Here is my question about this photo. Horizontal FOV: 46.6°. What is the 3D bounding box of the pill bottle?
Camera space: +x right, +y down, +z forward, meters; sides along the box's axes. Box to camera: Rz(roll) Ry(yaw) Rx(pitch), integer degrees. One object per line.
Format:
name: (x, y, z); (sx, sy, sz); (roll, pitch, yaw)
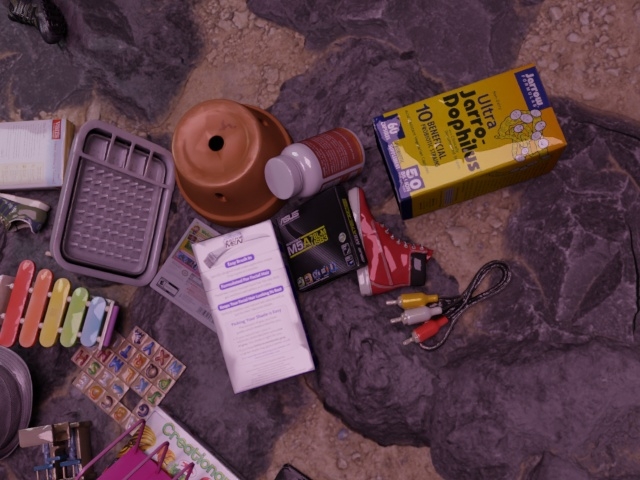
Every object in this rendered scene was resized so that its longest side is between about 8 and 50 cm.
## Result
pill bottle: (-0.013, -0.166, 1.625); (0.216, 0.121, 0.121); (-26, 73, -39)

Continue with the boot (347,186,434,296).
boot: (0.154, -0.009, 1.648); (0.176, 0.088, 0.245); (-11, 82, 2)

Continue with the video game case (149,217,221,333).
video game case: (-0.258, 0.082, 1.718); (0.212, 0.023, 0.193); (33, 86, 13)

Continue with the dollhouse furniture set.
dollhouse furniture set: (-0.593, 0.469, 1.612); (0.128, 0.184, 0.130); (-11, 78, 7)

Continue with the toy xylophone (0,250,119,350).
toy xylophone: (-0.603, 0.139, 1.723); (0.322, 0.081, 0.236); (3, 79, 12)

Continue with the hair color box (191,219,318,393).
hair color box: (-0.142, 0.144, 1.628); (0.185, 0.110, 0.339); (-17, 86, 2)

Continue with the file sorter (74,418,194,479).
file sorter: (-0.326, 0.532, 1.464); (0.290, 0.182, 0.202); (38, 46, 13)

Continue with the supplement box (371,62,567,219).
supplement box: (0.312, -0.205, 1.599); (0.356, 0.195, 0.194); (-19, 78, 4)

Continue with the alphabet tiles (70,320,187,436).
alphabet tiles: (-0.456, 0.299, 1.714); (0.237, 0.009, 0.198); (36, 87, 12)

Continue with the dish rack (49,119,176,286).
dish rack: (-0.470, -0.077, 1.670); (0.072, 0.285, 0.333); (2, 78, 36)

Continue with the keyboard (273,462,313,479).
keyboard: (-0.079, 0.585, 1.600); (0.108, 0.023, 0.180); (30, 86, 19)

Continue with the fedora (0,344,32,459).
fedora: (-0.778, 0.375, 1.656); (0.243, 0.124, 0.276); (23, 100, 15)

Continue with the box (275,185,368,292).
box: (0.000, 0.000, 1.639); (0.190, 0.045, 0.184); (-25, 77, 37)

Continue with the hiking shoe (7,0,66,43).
hiking shoe: (-0.730, -0.575, 1.890); (0.114, 0.086, 0.227); (-33, 71, 15)

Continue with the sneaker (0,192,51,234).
sneaker: (-0.755, -0.064, 1.795); (0.192, 0.064, 0.086); (10, 76, 7)

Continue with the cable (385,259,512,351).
cable: (0.292, 0.144, 1.601); (0.287, 0.072, 0.140); (-23, 83, 3)

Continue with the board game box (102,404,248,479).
board game box: (-0.302, 0.533, 1.625); (0.305, 0.053, 0.193); (37, 86, 13)

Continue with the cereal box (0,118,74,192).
cereal box: (-0.731, -0.206, 1.828); (0.240, 0.047, 0.173); (-1, 80, 8)

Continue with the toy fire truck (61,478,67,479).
toy fire truck: (-0.543, 0.655, 1.516); (0.158, 0.246, 0.217); (24, 113, 11)

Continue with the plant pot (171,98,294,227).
plant pot: (-0.209, -0.189, 1.669); (0.290, 0.203, 0.291); (-2, 80, 9)
